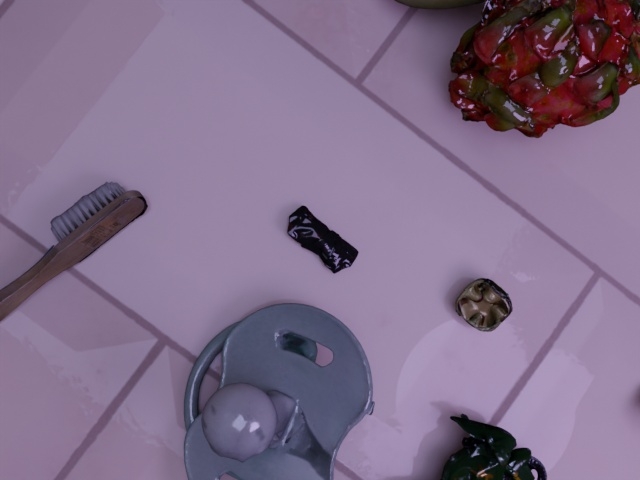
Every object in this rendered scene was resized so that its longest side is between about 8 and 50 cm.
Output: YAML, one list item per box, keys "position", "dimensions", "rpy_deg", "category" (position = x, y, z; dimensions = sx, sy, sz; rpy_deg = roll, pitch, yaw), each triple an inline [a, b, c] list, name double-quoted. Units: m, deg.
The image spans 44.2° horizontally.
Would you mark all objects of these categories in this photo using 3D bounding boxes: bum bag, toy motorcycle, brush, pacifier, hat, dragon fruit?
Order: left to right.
- position: [-0.406, 0.021, 1.173]
  dimensions: [0.327, 0.070, 0.065]
  rpy_deg: [-40, 74, -4]
  category: "brush"
- position: [-0.092, 0.243, 1.101]
  dimensions: [0.288, 0.269, 0.343]
  rpy_deg: [19, 82, 20]
  category: "pacifier"
- position: [0.001, 0.000, 1.225]
  dimensions: [0.124, 0.034, 0.058]
  rpy_deg: [37, 71, -4]
  category: "bum bag"
- position: [0.202, 0.374, 1.193]
  dimensions: [0.274, 0.125, 0.187]
  rpy_deg: [-32, 101, -6]
  category: "toy motorcycle"
- position: [0.255, 0.098, 1.237]
  dimensions: [0.077, 0.059, 0.076]
  rpy_deg: [43, 101, 2]
  category: "hat"
- position: [0.337, -0.275, 1.169]
  dimensions: [0.302, 0.237, 0.231]
  rpy_deg: [-12, 92, 15]
  category: "dragon fruit"

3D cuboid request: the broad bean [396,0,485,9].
- position: [0.217, -0.441, 1.211]
  dimensions: [0.263, 0.121, 0.189]
  rpy_deg: [-18, 61, -9]
  category: "broad bean"
